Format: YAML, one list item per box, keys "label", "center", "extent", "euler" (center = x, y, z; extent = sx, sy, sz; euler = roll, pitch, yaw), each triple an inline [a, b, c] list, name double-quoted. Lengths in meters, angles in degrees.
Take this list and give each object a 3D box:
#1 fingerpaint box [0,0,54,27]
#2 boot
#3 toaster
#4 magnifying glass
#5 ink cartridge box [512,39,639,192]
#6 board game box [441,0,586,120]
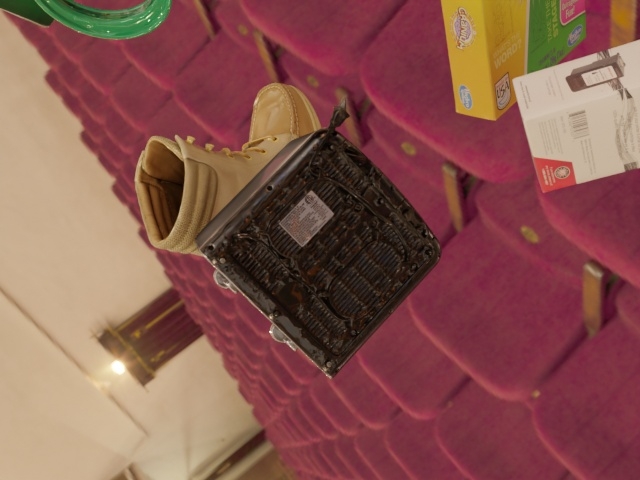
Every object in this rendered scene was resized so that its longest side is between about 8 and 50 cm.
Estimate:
- label: "fingerpaint box"
  center: [-0.246, -0.489, 0.676]
  extent: [0.371, 0.445, 0.163]
  euler: [55, -160, 20]
- label: "boot"
  center: [-0.096, -0.087, 0.849]
  extent: [0.095, 0.262, 0.203]
  euler: [-20, 151, 40]
- label: "toaster"
  center: [0.000, 0.000, 0.706]
  extent: [0.168, 0.185, 0.110]
  euler: [45, 172, -16]
- label: "magnifying glass"
  center: [-0.152, -0.198, 0.443]
  extent: [0.231, 0.092, 0.026]
  euler: [68, -161, -64]
- label: "ink cartridge box"
  center: [0.271, -0.119, 0.740]
  extent: [0.109, 0.150, 0.063]
  euler: [58, -157, -45]
- label: "board game box"
  center: [0.246, -0.350, 0.990]
  extent: [0.064, 0.242, 0.316]
  euler: [22, 143, 39]
